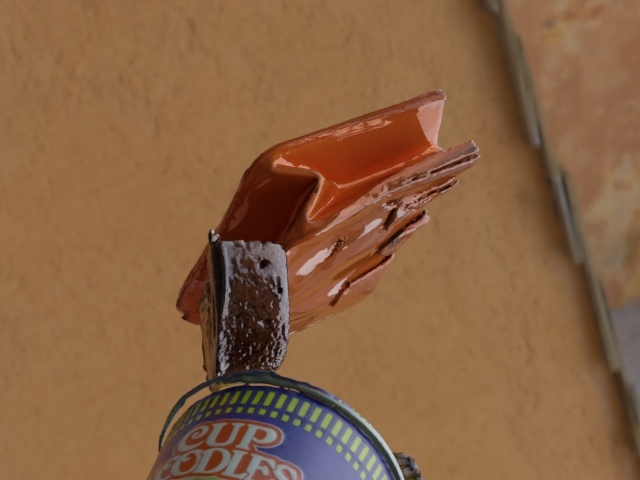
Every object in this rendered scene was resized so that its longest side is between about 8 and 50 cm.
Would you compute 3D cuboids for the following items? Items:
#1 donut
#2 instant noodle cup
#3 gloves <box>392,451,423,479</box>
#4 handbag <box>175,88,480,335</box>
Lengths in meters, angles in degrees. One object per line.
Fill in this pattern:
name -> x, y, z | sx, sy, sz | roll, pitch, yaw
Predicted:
donut -> -0.082, 0.087, 1.524 | 0.217, 0.085, 0.141 | 118, -33, -69
instant noodle cup -> -0.088, 0.321, 1.336 | 0.312, 0.284, 0.284 | -54, 145, -56
gloves -> -0.008, 0.398, 1.818 | 0.155, 0.356, 0.203 | -14, -82, 64
handbag -> 0.000, 0.000, 1.771 | 0.116, 0.303, 0.410 | 58, -31, 16
